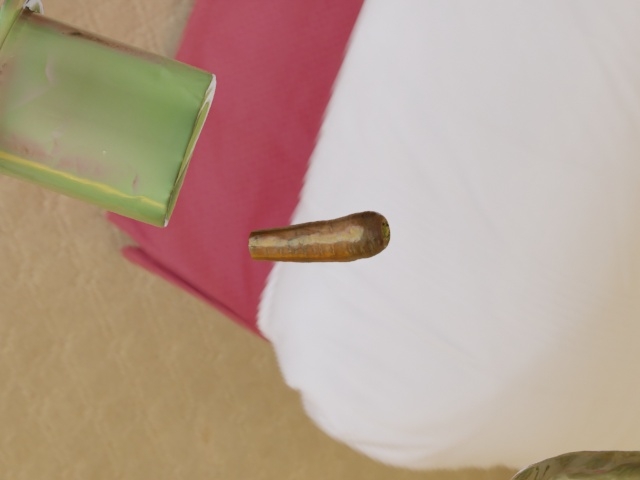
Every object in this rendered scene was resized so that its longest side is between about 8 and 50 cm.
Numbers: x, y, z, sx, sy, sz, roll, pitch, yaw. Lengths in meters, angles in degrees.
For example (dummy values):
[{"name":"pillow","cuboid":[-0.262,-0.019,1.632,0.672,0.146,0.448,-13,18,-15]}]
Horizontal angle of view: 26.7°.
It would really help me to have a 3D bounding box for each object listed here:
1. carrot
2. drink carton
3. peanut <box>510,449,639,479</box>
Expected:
[{"name":"carrot","cuboid":[0.000,0.000,0.858,0.032,0.093,0.032,-6,90,-70]},{"name":"drink carton","cuboid":[-0.151,-0.083,0.900,0.146,0.142,0.144,128,-21,-81]},{"name":"peanut","cuboid":[0.171,0.146,0.657,0.093,0.194,0.083,-35,115,-47]}]
